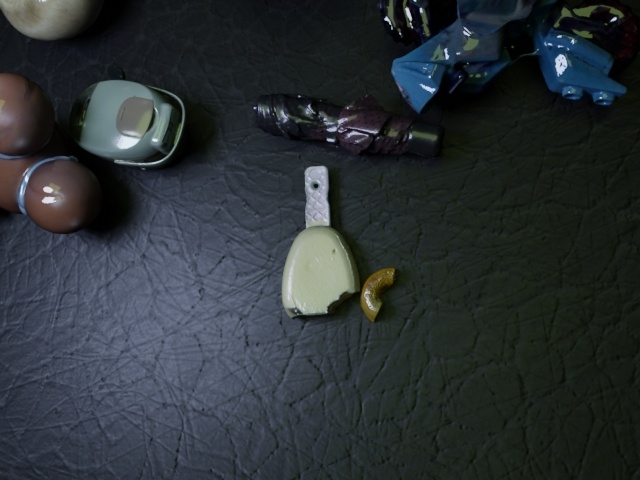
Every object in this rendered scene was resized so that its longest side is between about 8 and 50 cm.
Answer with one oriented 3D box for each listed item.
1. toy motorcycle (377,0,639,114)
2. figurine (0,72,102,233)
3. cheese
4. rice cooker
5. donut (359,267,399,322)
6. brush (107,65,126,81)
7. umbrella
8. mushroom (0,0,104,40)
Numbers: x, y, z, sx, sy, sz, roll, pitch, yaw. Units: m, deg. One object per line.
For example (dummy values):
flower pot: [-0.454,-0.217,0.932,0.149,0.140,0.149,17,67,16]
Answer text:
toy motorcycle: [0.285,-0.295,1.011,0.415,0.172,0.233,11,86,3]
figurine: [-0.586,-0.111,1.071,0.387,0.277,0.248,-23,31,0]
cheese: [0.000,0.000,1.039,0.127,0.050,0.256,-3,77,9]
rice cooker: [-0.328,-0.197,1.102,0.206,0.127,0.145,12,81,9]
donut: [0.096,0.081,1.011,0.083,0.038,0.067,-32,71,4]
brush: [-0.371,-0.300,1.191,0.083,0.008,0.024,43,86,15]
umbrella: [0.046,-0.187,1.053,0.325,0.090,0.094,13,58,12]
mushroom: [-0.502,-0.501,1.129,0.253,0.234,0.260,-33,66,28]
